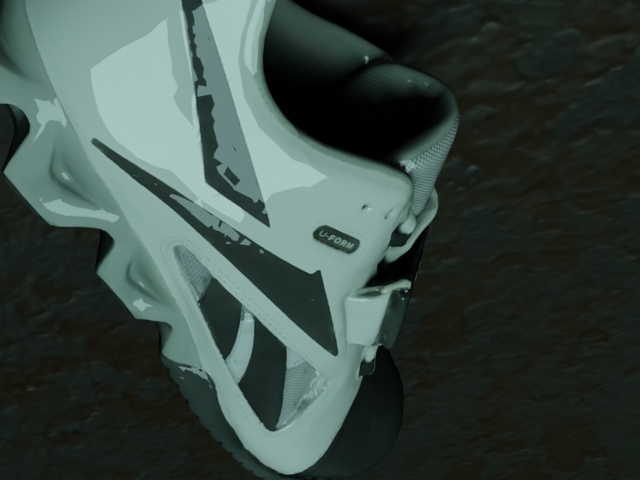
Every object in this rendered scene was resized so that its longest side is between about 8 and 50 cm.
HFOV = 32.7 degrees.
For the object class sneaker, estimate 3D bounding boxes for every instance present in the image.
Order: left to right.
[{"bbox_3d":[0.000,0.000,0.456,0.146,0.122,0.330,-17,139,15],"label":"sneaker"}]
